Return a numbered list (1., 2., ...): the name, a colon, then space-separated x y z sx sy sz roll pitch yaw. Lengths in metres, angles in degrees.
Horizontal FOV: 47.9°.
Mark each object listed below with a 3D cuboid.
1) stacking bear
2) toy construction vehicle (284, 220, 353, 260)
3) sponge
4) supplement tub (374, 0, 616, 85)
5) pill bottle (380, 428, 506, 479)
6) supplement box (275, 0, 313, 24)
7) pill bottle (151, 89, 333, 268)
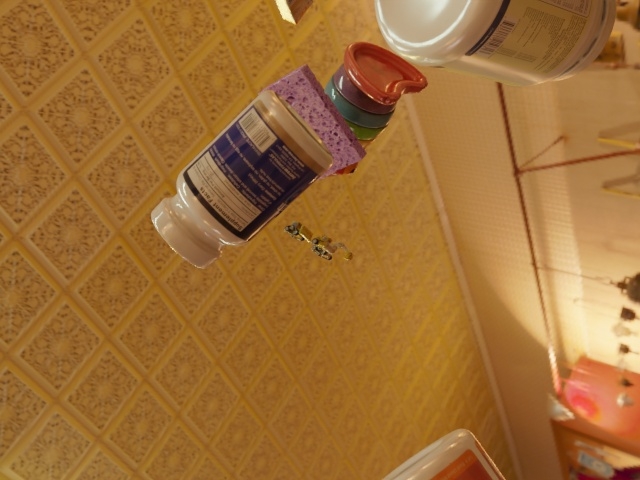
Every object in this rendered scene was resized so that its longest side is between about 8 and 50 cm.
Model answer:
1. stacking bear: 0.065 -0.250 1.505 0.175 0.164 0.289 -32 -20 -46
2. toy construction vehicle: 0.000 0.000 1.210 0.086 0.098 0.035 41 -104 -45
3. sponge: -0.014 -0.221 1.370 0.210 0.117 0.031 54 -139 -19
4. supplement tub: 0.268 -0.360 1.080 0.324 0.235 0.236 0 -77 -39
5. pill bottle: 0.139 0.282 0.610 0.121 0.216 0.121 -32 -14 -9
6. supplement box: -0.054 -0.467 1.368 0.062 0.036 0.098 -55 -22 -9
7. pill bottle: -0.122 -0.088 1.096 0.264 0.153 0.153 -42 -36 10
